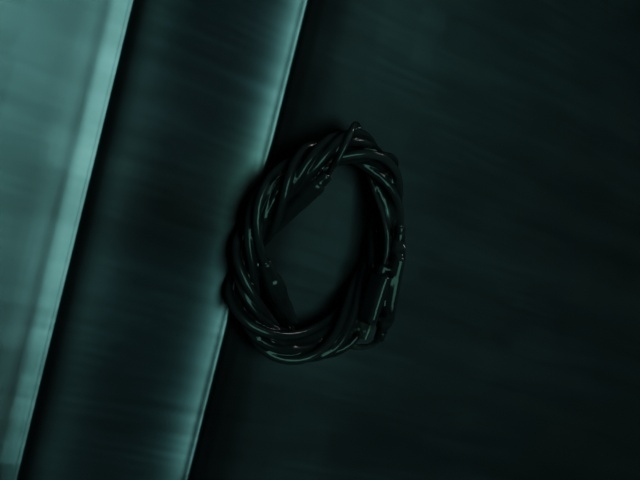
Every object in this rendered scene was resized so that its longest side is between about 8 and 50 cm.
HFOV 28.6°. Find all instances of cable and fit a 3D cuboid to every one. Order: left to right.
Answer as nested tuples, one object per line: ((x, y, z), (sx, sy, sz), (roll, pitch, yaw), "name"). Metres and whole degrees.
((0.000, 0.000, 0.943), (0.150, 0.047, 0.185), (4, 101, -32), "cable")
